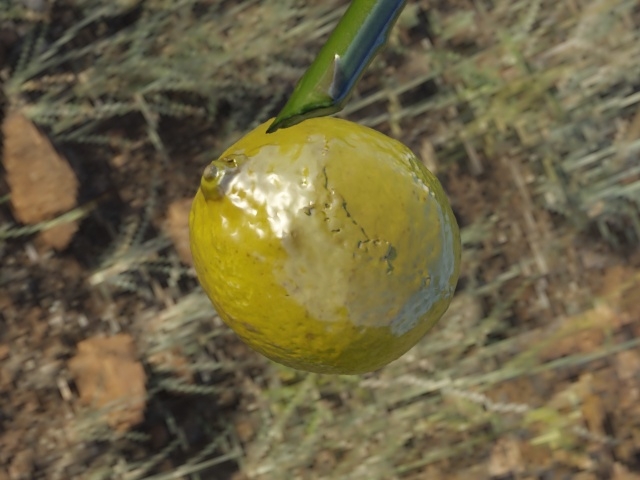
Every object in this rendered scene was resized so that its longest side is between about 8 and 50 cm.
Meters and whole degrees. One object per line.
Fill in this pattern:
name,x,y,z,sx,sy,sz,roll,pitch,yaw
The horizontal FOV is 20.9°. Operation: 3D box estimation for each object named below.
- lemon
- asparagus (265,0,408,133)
lemon,0.000,0.000,1.718,0.310,0.253,0.253,36,48,-32
asparagus,0.042,-0.136,0.753,0.027,0.236,0.034,40,25,20
